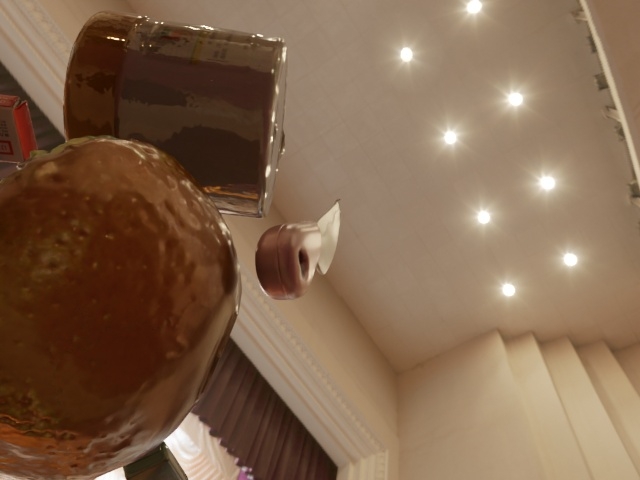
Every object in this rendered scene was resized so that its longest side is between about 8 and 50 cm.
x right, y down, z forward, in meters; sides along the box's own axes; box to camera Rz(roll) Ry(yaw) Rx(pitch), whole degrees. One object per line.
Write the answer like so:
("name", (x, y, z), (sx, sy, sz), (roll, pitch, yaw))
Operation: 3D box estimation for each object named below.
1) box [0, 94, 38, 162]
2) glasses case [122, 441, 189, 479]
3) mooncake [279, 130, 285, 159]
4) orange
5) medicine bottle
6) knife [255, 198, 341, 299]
("box", (-0.676, -0.219, 0.939), (0.229, 0.050, 0.123), (3, -49, -11))
("glasses case", (-0.293, 0.431, 0.898), (0.077, 0.039, 0.184), (-21, -42, -17))
("mooncake", (-0.223, -0.242, 1.081), (0.284, 0.155, 0.285), (27, -38, 24))
("orange", (-0.183, 0.080, 0.435), (0.196, 0.263, 0.335), (37, -44, 0))
("medicine bottle", (-0.168, -0.157, 0.646), (0.231, 0.238, 0.238), (7, -64, -4))
("knife", (0.000, 0.003, 0.592), (0.042, 0.336, 0.081), (-6, -82, 15))
